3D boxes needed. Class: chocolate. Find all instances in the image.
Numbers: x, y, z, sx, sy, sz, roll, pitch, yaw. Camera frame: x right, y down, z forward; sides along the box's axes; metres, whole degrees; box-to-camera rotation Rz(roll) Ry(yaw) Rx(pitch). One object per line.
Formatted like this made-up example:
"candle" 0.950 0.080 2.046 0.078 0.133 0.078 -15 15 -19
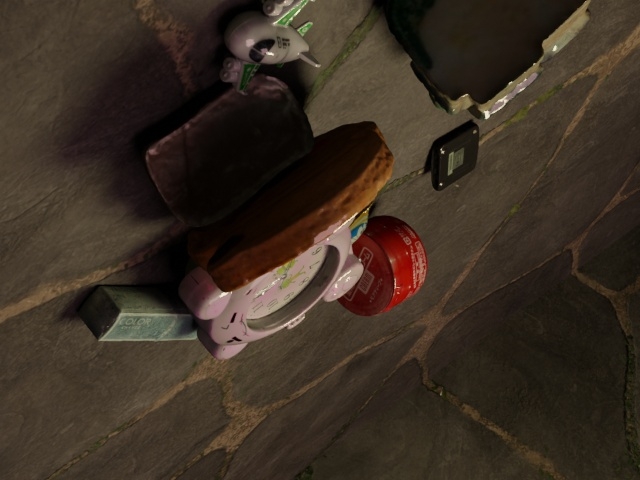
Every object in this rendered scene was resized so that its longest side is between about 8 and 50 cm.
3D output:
"chocolate" -0.143 -0.137 1.815 0.254 0.157 0.080 -38 -157 -18

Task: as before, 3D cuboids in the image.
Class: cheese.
"cheese" 0.000 0.000 2.366 0.270 0.069 0.177 -37 -170 20

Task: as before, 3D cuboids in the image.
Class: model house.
"model house" 0.276 -0.347 2.000 0.298 0.243 0.284 -39 168 3

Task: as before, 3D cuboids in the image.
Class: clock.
"clock" -0.082 0.057 2.116 0.322 0.113 0.295 -36 154 -13

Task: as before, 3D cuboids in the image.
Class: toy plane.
"toy plane" -0.069 -0.276 1.720 0.174 0.080 0.174 -34 156 -17

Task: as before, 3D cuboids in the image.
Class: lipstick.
"lipstick" -0.293 0.126 2.107 0.077 0.076 0.290 -47 159 17

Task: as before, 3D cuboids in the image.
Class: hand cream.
"hand cream" 0.113 0.050 2.523 0.125 0.193 0.193 -21 150 -47

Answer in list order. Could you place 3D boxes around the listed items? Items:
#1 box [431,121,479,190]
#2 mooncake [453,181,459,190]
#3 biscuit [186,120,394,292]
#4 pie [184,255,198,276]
"box" 0.284 -0.175 2.571 0.125 0.027 0.126 -31 139 -27
"mooncake" 0.187 -0.048 2.655 0.347 0.057 0.150 -35 156 -16
"biscuit" -0.046 -0.068 1.860 0.350 0.078 0.455 -33 -166 -9
"pie" -0.114 0.002 2.200 0.302 0.067 0.302 -35 158 -17
